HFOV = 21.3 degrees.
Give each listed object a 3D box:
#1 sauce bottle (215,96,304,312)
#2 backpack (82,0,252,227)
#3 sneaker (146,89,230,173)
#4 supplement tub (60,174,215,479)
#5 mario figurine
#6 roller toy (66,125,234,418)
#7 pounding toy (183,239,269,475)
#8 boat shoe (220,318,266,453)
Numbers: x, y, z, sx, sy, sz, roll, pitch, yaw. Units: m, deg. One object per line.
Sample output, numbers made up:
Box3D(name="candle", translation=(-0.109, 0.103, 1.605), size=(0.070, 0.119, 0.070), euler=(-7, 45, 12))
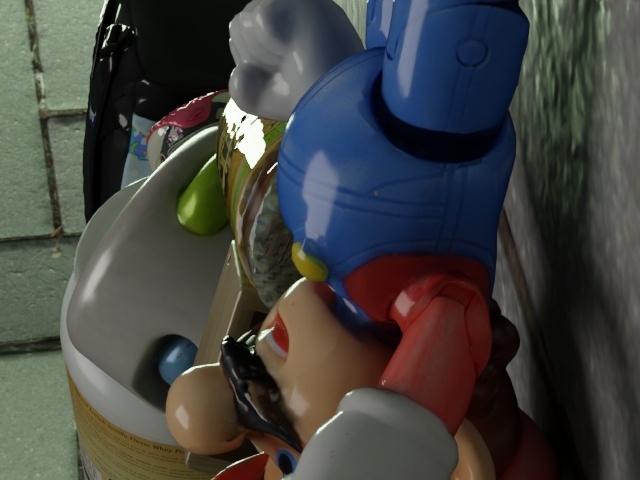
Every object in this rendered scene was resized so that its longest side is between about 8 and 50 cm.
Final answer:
Box3D(name="sauce bottle", translation=(-0.003, -0.041, 0.919), size=(0.344, 0.111, 0.111), euler=(-119, 25, -74))
Box3D(name="backpack", translation=(-0.144, -0.083, 1.772), size=(0.290, 0.273, 0.356), euler=(-106, 34, -52))
Box3D(name="sneaker", translation=(-0.070, -0.022, 1.597), size=(0.299, 0.120, 0.112), euler=(67, 177, -48))
Box3D(name="supplement tub", translation=(-0.103, 0.107, 1.458), size=(0.316, 0.228, 0.228), euler=(93, 170, -55))
Box3D(name="mario figurine", translation=(0.000, 0.000, 0.596), size=(0.198, 0.170, 0.321), euler=(-27, -54, -59))
Box3D(name="roller toy", translation=(-0.066, 0.033, 1.175), size=(0.191, 0.146, 0.209), euler=(-54, -6, 6))
Box3D(name="pounding toy", translation=(0.000, 0.081, 0.957), size=(0.100, 0.141, 0.130), euler=(-108, 34, -67))
Box3D(name="boat shoe", translation=(0.037, 0.124, 0.783), size=(0.095, 0.095, 0.257), euler=(60, 177, -33))
